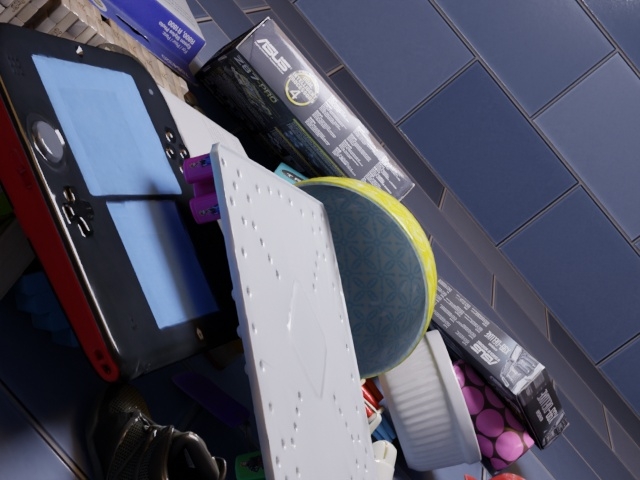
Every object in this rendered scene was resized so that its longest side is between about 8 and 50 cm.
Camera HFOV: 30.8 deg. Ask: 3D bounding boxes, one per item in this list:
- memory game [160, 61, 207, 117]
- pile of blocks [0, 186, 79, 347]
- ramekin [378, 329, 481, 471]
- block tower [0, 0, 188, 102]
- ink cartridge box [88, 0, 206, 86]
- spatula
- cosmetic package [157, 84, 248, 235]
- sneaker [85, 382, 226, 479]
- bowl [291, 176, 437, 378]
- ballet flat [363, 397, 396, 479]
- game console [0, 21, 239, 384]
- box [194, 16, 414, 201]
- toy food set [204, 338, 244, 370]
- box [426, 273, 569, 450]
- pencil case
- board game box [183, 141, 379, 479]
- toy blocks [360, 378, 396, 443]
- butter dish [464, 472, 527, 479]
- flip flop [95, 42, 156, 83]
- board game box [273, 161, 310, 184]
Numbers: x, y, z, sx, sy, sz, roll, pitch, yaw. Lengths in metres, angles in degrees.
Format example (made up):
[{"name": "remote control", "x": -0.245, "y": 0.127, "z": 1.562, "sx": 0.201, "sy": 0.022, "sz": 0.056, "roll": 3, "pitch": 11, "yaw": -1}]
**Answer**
[{"name": "memory game", "x": -0.258, "y": -0.255, "z": 2.017, "sx": 0.186, "sy": 0.012, "sz": 0.186, "roll": 45, "pitch": 16, "yaw": -17}, {"name": "pile of blocks", "x": -0.298, "y": 0.014, "z": 1.176, "sx": 0.112, "sy": 0.149, "sz": 0.362, "roll": 2, "pitch": -42, "yaw": 49}, {"name": "ramekin", "x": 0.158, "y": 0.248, "z": 1.747, "sx": 0.207, "sy": 0.109, "sz": 0.207, "roll": -19, "pitch": 90, "yaw": -89}, {"name": "block tower", "x": -0.336, "y": -0.278, "z": 1.707, "sx": 0.335, "sy": 0.091, "sz": 0.097, "roll": 37, "pitch": 21, "yaw": -38}, {"name": "ink cartridge box", "x": -0.351, "y": -0.470, "z": 2.126, "sx": 0.324, "sy": 0.071, "sz": 0.330, "roll": 36, "pitch": 18, "yaw": -45}, {"name": "spatula", "x": -0.064, "y": 0.263, "z": 1.345, "sx": 0.296, "sy": 0.030, "sz": 0.084, "roll": 52, "pitch": 13, "yaw": 6}, {"name": "cosmetic package", "x": -0.190, "y": -0.076, "z": 1.540, "sx": 0.183, "sy": 0.151, "sz": 0.151, "roll": 32, "pitch": 24, "yaw": -50}, {"name": "sneaker", "x": -0.151, "y": 0.197, "z": 1.078, "sx": 0.087, "sy": 0.130, "sz": 0.227, "roll": 44, "pitch": 15, "yaw": -29}, {"name": "bowl", "x": 0.047, "y": 0.033, "z": 1.639, "sx": 0.289, "sy": 0.289, "sz": 0.156, "roll": 51, "pitch": 33, "yaw": 1}, {"name": "ballet flat", "x": 0.050, "y": 0.271, "z": 1.540, "sx": 0.083, "sy": 0.087, "sz": 0.247, "roll": 32, "pitch": 25, "yaw": -51}, {"name": "game console", "x": -0.193, "y": -0.042, "z": 1.159, "sx": 0.342, "sy": 0.060, "sz": 0.386, "roll": 62, "pitch": 15, "yaw": 5}, {"name": "box", "x": -0.039, "y": -0.206, "z": 2.127, "sx": 0.395, "sy": 0.097, "sz": 0.318, "roll": 48, "pitch": -12, "yaw": -12}, {"name": "toy food set", "x": -0.110, "y": 0.086, "z": 1.466, "sx": 0.104, "sy": 0.111, "sz": 0.232, "roll": 52, "pitch": 18, "yaw": 2}, {"name": "box", "x": 0.309, "y": 0.220, "z": 2.142, "sx": 0.307, "sy": 0.076, "sz": 0.242, "roll": 43, "pitch": -9, "yaw": 38}, {"name": "pencil case", "x": 0.282, "y": 0.316, "z": 2.090, "sx": 0.095, "sy": 0.098, "sz": 0.209, "roll": -36, "pitch": 87, "yaw": -30}, {"name": "board game box", "x": -0.035, "y": 0.117, "z": 1.326, "sx": 0.390, "sy": 0.050, "sz": 0.390, "roll": 26, "pitch": 52, "yaw": -71}, {"name": "toy blocks", "x": 0.065, "y": 0.232, "z": 1.734, "sx": 0.148, "sy": 0.054, "sz": 0.123, "roll": 53, "pitch": 14, "yaw": 3}, {"name": "butter dish", "x": 0.332, "y": 0.439, "z": 1.887, "sx": 0.160, "sy": 0.118, "sz": 0.160, "roll": 38, "pitch": 20, "yaw": -41}, {"name": "flip flop", "x": -0.263, "y": -0.169, "z": 1.699, "sx": 0.277, "sy": 0.080, "sz": 0.112, "roll": 57, "pitch": 21, "yaw": -48}, {"name": "board game box", "x": 0.000, "y": 0.000, "z": 1.902, "sx": 0.253, "sy": 0.079, "sz": 0.336, "roll": 31, "pitch": 17, "yaw": -3}]
